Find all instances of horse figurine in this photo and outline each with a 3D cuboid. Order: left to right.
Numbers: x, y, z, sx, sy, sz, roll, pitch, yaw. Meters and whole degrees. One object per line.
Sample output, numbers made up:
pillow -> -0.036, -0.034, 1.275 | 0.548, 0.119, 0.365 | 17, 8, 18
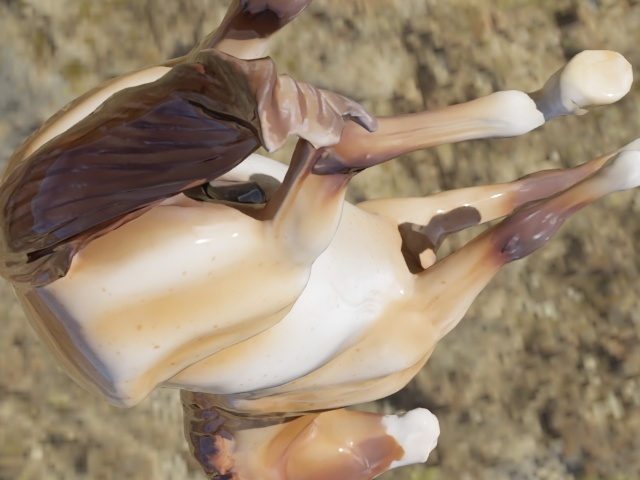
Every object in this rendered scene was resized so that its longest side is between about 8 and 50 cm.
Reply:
horse figurine -> 0.000, 0.000, 0.461 | 0.174, 0.066, 0.263 | -29, 159, 16
